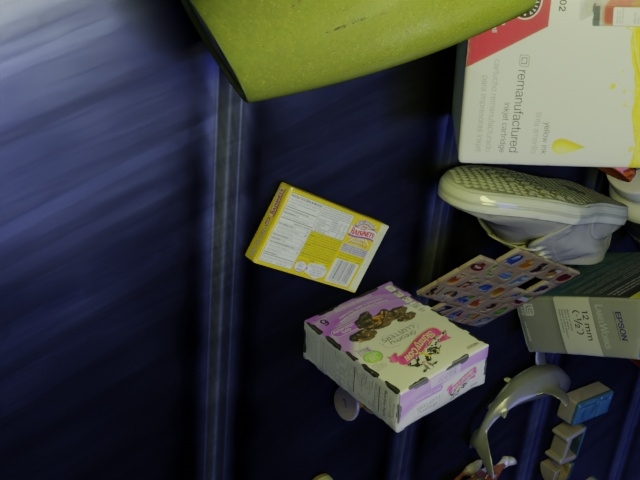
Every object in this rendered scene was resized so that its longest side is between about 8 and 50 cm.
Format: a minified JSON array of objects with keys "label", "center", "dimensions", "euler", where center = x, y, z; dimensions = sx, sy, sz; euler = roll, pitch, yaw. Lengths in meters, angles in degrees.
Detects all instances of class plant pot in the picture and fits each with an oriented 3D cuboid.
[{"label":"plant pot","center":[0.016,-0.270,0.948],"dimensions":[0.294,0.275,0.274],"euler":[-32,135,-5]}]

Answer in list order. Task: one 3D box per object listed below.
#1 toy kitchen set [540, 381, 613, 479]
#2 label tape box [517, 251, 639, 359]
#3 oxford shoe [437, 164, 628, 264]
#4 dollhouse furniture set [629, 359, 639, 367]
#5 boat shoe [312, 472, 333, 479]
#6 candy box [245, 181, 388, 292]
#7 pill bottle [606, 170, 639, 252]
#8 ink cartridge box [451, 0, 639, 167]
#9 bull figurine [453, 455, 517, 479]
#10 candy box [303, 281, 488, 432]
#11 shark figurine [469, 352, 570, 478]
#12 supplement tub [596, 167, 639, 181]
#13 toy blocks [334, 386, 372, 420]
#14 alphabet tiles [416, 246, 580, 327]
[{"label":"toy kitchen set","center":[0.561,0.423,1.936],"dimensions":[0.122,0.166,0.207],"euler":[-11,122,-39]},{"label":"label tape box","center":[0.534,0.101,1.573],"dimensions":[0.249,0.348,0.115],"euler":[-21,101,-33]},{"label":"oxford shoe","center":[0.324,-0.027,1.441],"dimensions":[0.449,0.169,0.130],"euler":[5,112,-50]},{"label":"dollhouse furniture set","center":[0.722,0.081,1.885],"dimensions":[0.374,0.152,0.201],"euler":[-54,139,-2]},{"label":"boat shoe","center":[-0.003,0.438,1.502],"dimensions":[0.056,0.048,0.153],"euler":[0,114,-43]},{"label":"candy box","center":[0.000,0.000,1.248],"dimensions":[0.206,0.027,0.105],"euler":[20,98,-48]},{"label":"pill bottle","center":[0.590,-0.072,1.665],"dimensions":[0.153,0.153,0.265],"euler":[-52,138,-5]},{"label":"ink cartridge box","center":[0.367,-0.243,1.184],"dimensions":[0.385,0.160,0.279],"euler":[2,120,3]},{"label":"bull figurine","center":[0.319,0.545,1.800],"dimensions":[0.188,0.101,0.310],"euler":[-42,124,-30]},{"label":"candy box","center":[0.101,0.152,1.310],"dimensions":[0.165,0.196,0.070],"euler":[-22,128,-33]},{"label":"shark figurine","center":[0.380,0.290,1.727],"dimensions":[0.278,0.116,0.166],"euler":[-29,130,-30]},{"label":"supplement tub","center":[0.502,-0.196,1.532],"dimensions":[0.117,0.117,0.190],"euler":[27,95,-48]},{"label":"toy blocks","center":[0.099,0.201,1.446],"dimensions":[0.148,0.054,0.123],"euler":[-7,120,-41]},{"label":"alphabet tiles","center":[0.258,0.073,1.466],"dimensions":[0.198,0.009,0.237],"euler":[-33,149,30]}]
